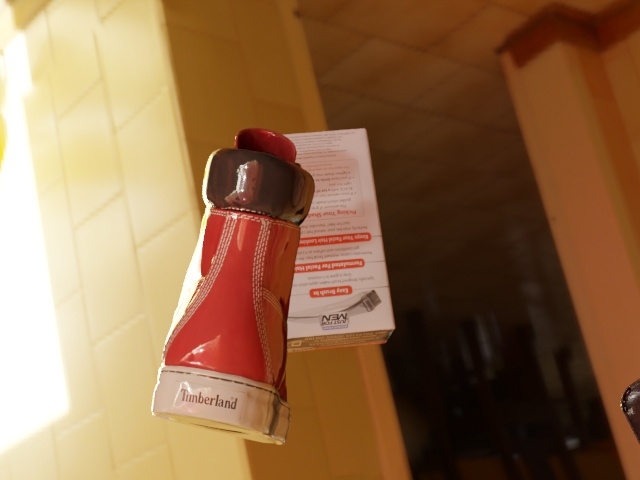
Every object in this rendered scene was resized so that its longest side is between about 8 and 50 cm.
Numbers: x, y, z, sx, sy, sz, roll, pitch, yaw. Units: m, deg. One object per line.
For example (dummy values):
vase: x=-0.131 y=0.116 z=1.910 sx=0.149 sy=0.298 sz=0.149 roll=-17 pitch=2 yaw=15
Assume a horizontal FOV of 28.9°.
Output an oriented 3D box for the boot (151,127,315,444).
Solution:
boot: x=-0.047 y=0.031 z=0.761 sx=0.088 sy=0.176 sz=0.244 roll=11 pitch=168 yaw=-3

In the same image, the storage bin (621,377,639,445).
storage bin: x=0.406 y=0.208 z=1.271 sx=0.122 sy=0.180 sz=0.084 roll=-41 pitch=141 yaw=26

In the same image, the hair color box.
hair color box: x=0.000 y=0.000 z=0.985 sx=0.093 sy=0.167 sz=0.053 roll=-5 pitch=162 yaw=-7
